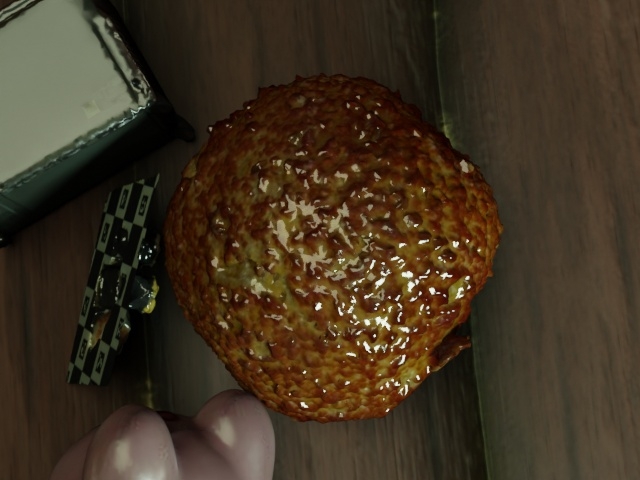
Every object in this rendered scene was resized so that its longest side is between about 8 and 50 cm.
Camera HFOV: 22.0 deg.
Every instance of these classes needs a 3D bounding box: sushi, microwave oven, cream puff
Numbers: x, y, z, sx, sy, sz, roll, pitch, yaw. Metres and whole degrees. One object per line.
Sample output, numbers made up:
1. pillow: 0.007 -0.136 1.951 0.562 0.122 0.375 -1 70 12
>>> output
1. sushi: -0.193 0.047 1.648 0.040 0.193 0.210 15 81 -21
2. microwave oven: -0.284 -0.131 1.685 0.247 0.188 0.178 -30 78 0
3. cream puff: 0.005 -0.002 1.566 0.350 0.228 0.350 -2 79 12

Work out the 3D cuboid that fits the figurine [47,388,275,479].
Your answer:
1. figurine: -0.155 0.285 1.540 0.211 0.270 0.261 -18 82 42
